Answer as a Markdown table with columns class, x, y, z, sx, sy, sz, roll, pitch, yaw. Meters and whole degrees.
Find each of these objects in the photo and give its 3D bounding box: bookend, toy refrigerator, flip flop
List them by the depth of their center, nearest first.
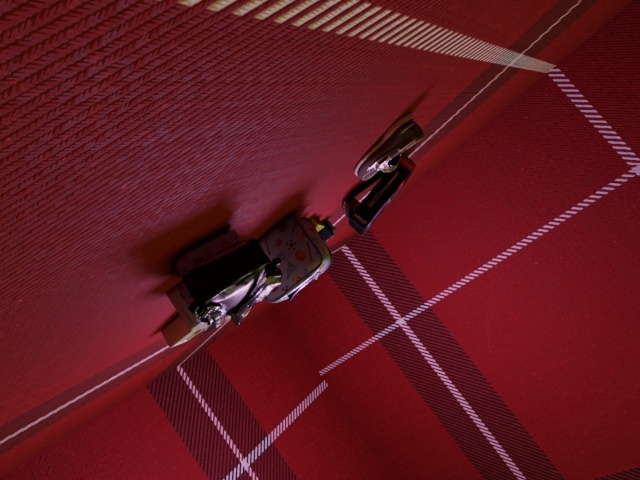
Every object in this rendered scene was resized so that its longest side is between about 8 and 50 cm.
| class | x | y | z | sx | sy | sz | roll | pitch | yaw |
| --- | --- | --- | --- | --- | --- | --- | --- | --- | --- |
| toy refrigerator | -0.525 | 0.339 | 1.945 | 0.270 | 0.094 | 0.102 | -37 | 168 | 29 |
| bookend | 0.000 | 0.000 | 2.238 | 0.157 | 0.072 | 0.156 | -39 | -158 | 13 |
| flip flop | -0.503 | 0.389 | 2.514 | 0.277 | 0.080 | 0.112 | -35 | 173 | -20 |

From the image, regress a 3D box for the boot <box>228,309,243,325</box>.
| class | x | y | z | sx | sy | sz | roll | pitch | yaw |
| --- | --- | --- | --- | --- | --- | --- | --- | --- | --- |
| boot | -0.393 | 0.301 | 2.068 | 0.084 | 0.161 | 0.246 | -35 | 179 | -4 |

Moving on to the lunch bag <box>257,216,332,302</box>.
| class | x | y | z | sx | sy | sz | roll | pitch | yaw |
| --- | --- | --- | --- | --- | --- | --- | --- | --- | --- |
| lunch bag | -0.119 | 0.076 | 1.709 | 0.303 | 0.243 | 0.115 | -40 | 167 | 21 |

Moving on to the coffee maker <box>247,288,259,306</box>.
| class | x | y | z | sx | sy | sz | roll | pitch | yaw |
| --- | --- | --- | --- | --- | --- | --- | --- | --- | --- |
| coffee maker | -0.330 | 0.245 | 2.282 | 0.178 | 0.120 | 0.171 | -28 | 169 | -48 |

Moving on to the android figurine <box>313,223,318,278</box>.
| class | x | y | z | sx | sy | sz | roll | pitch | yaw |
| --- | --- | --- | --- | --- | --- | --- | --- | --- | --- |
| android figurine | -0.092 | 0.053 | 1.807 | 0.056 | 0.248 | 0.272 | 21 | 90 | -55 |

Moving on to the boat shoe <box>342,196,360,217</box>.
| class | x | y | z | sx | sy | sz | roll | pitch | yaw |
| --- | --- | --- | --- | --- | --- | --- | --- | --- | --- |
| boat shoe | 0.136 | -0.154 | 2.186 | 0.073 | 0.073 | 0.207 | -60 | 174 | -13 |

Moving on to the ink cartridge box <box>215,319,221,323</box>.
| class | x | y | z | sx | sy | sz | roll | pitch | yaw |
| --- | --- | --- | --- | --- | --- | --- | --- | --- | --- |
| ink cartridge box | -0.590 | 0.454 | 2.628 | 0.235 | 0.056 | 0.171 | -37 | 174 | -19 |

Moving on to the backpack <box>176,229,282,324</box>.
| class | x | y | z | sx | sy | sz | roll | pitch | yaw |
| --- | --- | --- | --- | --- | --- | --- | --- | --- | --- |
| backpack | -0.282 | 0.117 | 1.343 | 0.277 | 0.213 | 0.263 | -25 | 159 | -29 |

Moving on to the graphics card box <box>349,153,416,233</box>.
| class | x | y | z | sx | sy | sz | roll | pitch | yaw |
| --- | --- | --- | --- | --- | --- | --- | --- | --- | --- |
| graphics card box | 0.275 | -0.200 | 2.154 | 0.371 | 0.094 | 0.233 | -49 | 174 | -4 |

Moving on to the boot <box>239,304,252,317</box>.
| class | x | y | z | sx | sy | sz | roll | pitch | yaw |
| --- | --- | --- | --- | --- | --- | --- | --- | --- | --- |
| boot | -0.409 | 0.344 | 2.604 | 0.219 | 0.082 | 0.106 | -55 | 178 | -6 |

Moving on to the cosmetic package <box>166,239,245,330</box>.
| class | x | y | z | sx | sy | sz | roll | pitch | yaw |
| --- | --- | --- | --- | --- | --- | --- | --- | --- | --- |
| cosmetic package | -0.326 | 0.144 | 1.547 | 0.296 | 0.153 | 0.129 | -39 | 171 | 1 |

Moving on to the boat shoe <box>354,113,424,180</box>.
| class | x | y | z | sx | sy | sz | roll | pitch | yaw |
| --- | --- | --- | --- | --- | --- | --- | --- | --- | --- |
| boat shoe | 0.232 | -0.295 | 1.637 | 0.117 | 0.096 | 0.324 | -31 | 171 | -41 |

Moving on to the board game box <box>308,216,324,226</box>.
| class | x | y | z | sx | sy | sz | roll | pitch | yaw |
| --- | --- | --- | --- | --- | --- | --- | --- | --- | --- |
| board game box | -0.043 | -0.054 | 2.060 | 0.092 | 0.043 | 0.181 | -38 | 173 | 7 |
